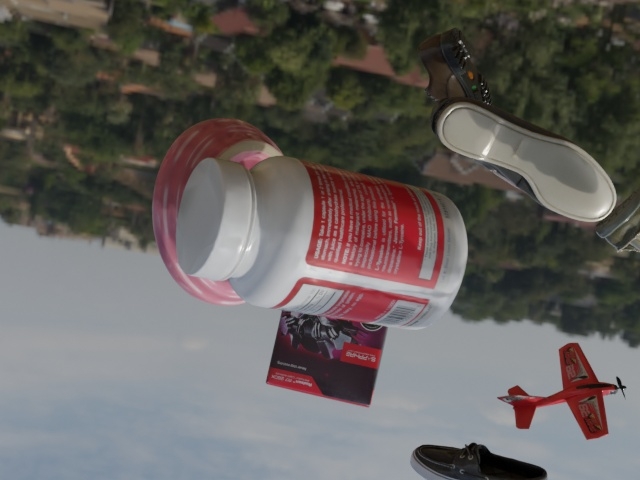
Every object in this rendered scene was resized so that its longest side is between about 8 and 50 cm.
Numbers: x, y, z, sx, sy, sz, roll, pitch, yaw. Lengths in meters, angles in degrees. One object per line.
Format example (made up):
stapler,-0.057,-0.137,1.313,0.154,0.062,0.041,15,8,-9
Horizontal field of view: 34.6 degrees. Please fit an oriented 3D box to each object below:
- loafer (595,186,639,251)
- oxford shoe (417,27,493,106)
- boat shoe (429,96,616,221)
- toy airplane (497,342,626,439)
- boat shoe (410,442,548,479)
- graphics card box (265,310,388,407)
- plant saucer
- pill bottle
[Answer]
loafer,0.420,-0.019,1.242,0.251,0.087,0.094,-9,149,-50
oxford shoe,0.238,-0.262,1.798,0.096,0.227,0.083,-12,-150,33
boat shoe,0.325,-0.141,1.642,0.335,0.112,0.095,26,-162,-15
toy airplane,0.283,0.185,1.203,0.151,0.028,0.151,-7,-142,5
boat shoe,0.256,0.363,1.651,0.228,0.076,0.080,17,-152,24
graphics card box,0.034,0.152,2.195,0.233,0.371,0.094,13,177,4
plant saucer,-0.143,-0.050,1.796,0.084,0.332,0.332,0,172,42
pill bottle,0.000,0.000,1.560,0.408,0.229,0.229,11,177,-28
